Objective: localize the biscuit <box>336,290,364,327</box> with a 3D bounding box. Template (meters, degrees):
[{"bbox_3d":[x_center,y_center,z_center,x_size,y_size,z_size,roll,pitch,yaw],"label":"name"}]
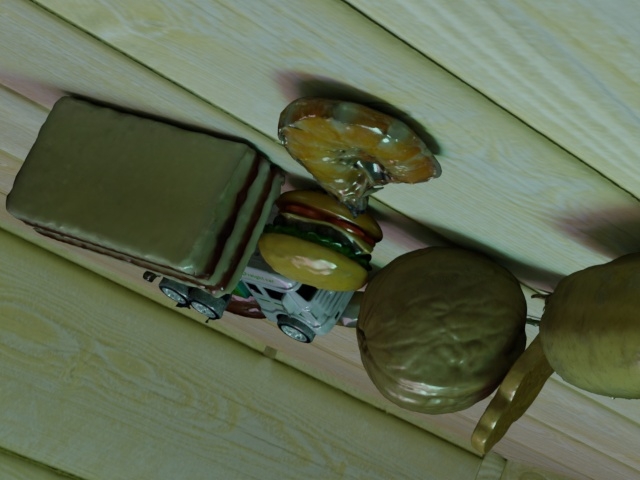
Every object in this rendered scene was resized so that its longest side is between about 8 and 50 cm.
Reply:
[{"bbox_3d":[0.088,0.115,2.365,0.236,0.062,0.290,8,175,-21],"label":"biscuit"}]

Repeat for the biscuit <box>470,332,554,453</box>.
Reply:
[{"bbox_3d":[0.262,0.164,1.847,0.040,0.236,0.144,35,166,27],"label":"biscuit"}]

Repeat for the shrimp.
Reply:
[{"bbox_3d":[0.049,-0.078,1.542,0.164,0.062,0.317,17,167,13],"label":"shrimp"}]

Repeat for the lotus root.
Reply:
[{"bbox_3d":[0.335,0.086,1.475,0.169,0.152,0.342,-20,-177,-16],"label":"lotus root"}]

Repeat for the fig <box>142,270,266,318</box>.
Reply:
[{"bbox_3d":[-0.167,0.047,2.381,0.274,0.146,0.170,0,161,26],"label":"fig"}]

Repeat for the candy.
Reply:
[{"bbox_3d":[-0.222,-0.057,1.885,0.320,0.179,0.135,16,168,29],"label":"candy"}]

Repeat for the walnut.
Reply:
[{"bbox_3d":[0.157,0.114,1.887,0.228,0.228,0.228,21,170,4],"label":"walnut"}]

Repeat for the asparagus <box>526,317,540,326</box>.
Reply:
[{"bbox_3d":[0.335,0.126,2.147,0.162,0.016,0.016,14,-174,33],"label":"asparagus"}]

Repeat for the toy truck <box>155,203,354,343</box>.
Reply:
[{"bbox_3d":[-0.124,0.015,2.117,0.363,0.177,0.178,17,157,32],"label":"toy truck"}]

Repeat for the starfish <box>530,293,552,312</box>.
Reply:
[{"bbox_3d":[0.316,0.089,1.955,0.078,0.028,0.091,30,172,-10],"label":"starfish"}]

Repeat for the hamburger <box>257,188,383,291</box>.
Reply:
[{"bbox_3d":[0.000,0.000,1.899,0.162,0.115,0.162,19,171,3],"label":"hamburger"}]
